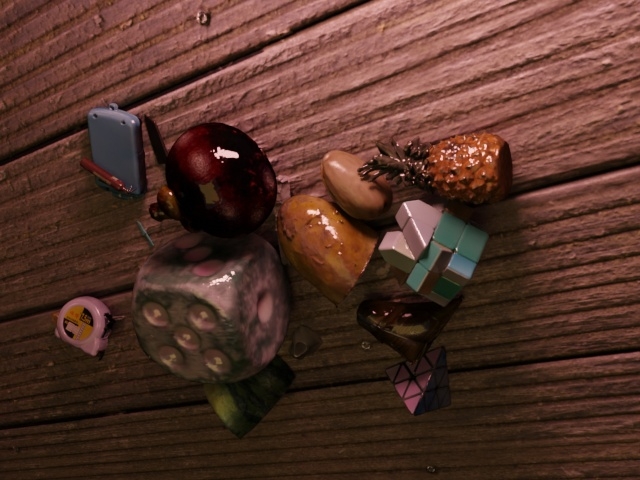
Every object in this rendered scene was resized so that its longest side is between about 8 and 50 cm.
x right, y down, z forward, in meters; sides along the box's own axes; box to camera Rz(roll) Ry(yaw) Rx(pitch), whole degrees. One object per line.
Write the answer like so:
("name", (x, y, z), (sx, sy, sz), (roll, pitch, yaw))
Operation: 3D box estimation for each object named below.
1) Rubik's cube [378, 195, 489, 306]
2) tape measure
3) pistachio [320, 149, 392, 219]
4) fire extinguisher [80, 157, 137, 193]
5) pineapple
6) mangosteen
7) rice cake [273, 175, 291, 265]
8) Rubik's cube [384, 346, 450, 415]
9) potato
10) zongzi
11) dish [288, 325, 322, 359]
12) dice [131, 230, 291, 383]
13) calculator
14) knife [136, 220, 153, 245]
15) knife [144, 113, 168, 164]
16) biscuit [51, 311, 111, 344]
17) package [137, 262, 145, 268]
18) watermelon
("Rubik's cube", (0.254, 0.023, 1.529), (0.213, 0.265, 0.224), (28, 151, 4))
("tape measure", (-0.779, 0.279, 2.173), (0.196, 0.105, 0.178), (27, 91, 13))
("pistachio", (0.085, -0.136, 1.586), (0.206, 0.131, 0.129), (47, 167, -4))
("fire extinguisher", (-0.603, -0.172, 1.833), (0.173, 0.035, 0.049), (33, 123, 5))
("pineapple", (0.256, -0.165, 1.480), (0.341, 0.169, 0.169), (3, 120, 26))
("mangosteen", (-0.258, -0.141, 1.611), (0.297, 0.293, 0.297), (33, 138, 36))
("rice cake", (-0.097, -0.053, 1.748), (0.049, 0.055, 0.269), (15, 126, 33))
("Rubik's cube", (0.303, 0.383, 1.799), (0.211, 0.190, 0.178), (24, 108, 2))
("potato", (0.000, 0.000, 1.649), (0.266, 0.229, 0.229), (34, 126, 3))
("zongzi", (0.228, 0.185, 1.727), (0.221, 0.112, 0.242), (32, 118, 2))
("dish", (-0.058, 0.323, 1.963), (0.091, 0.039, 0.137), (35, 124, -1))
("dice", (-0.298, 0.174, 1.796), (0.348, 0.328, 0.330), (-2, 118, 23))
("calculator", (-0.572, -0.247, 1.828), (0.173, 0.051, 0.292), (15, 123, 16))
("knife", (-0.534, -0.021, 1.975), (0.014, 0.005, 0.091), (-17, 111, 28))
("knife", (-0.441, -0.241, 1.798), (0.060, 0.028, 0.230), (-2, 117, 37))
("biscuit", (-0.832, 0.313, 2.281), (0.235, 0.030, 0.153), (-5, 118, 24))
("package", (-0.540, 0.104, 2.038), (0.059, 0.029, 0.083), (1, 130, 13))
("watermelon", (-0.232, 0.454, 2.072), (0.262, 0.201, 0.213), (-41, 100, -8))
